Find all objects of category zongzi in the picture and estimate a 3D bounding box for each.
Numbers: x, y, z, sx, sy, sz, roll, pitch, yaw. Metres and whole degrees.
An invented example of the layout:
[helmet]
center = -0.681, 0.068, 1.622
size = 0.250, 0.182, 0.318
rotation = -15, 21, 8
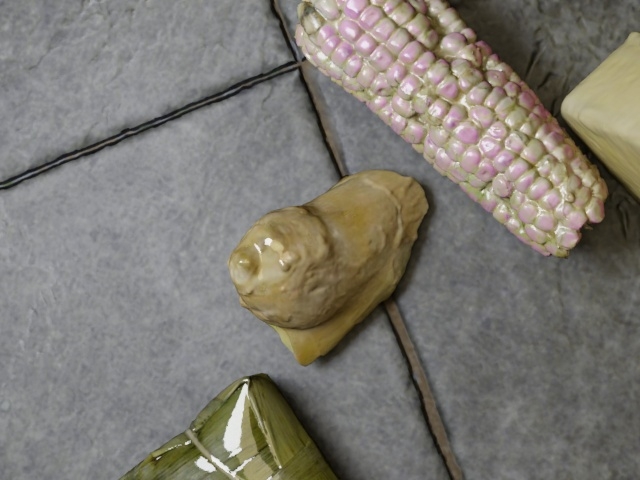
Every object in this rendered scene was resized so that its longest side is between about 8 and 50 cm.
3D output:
[zongzi]
center = -0.075, 0.252, 1.576
size = 0.204, 0.094, 0.205
rotation = -37, 81, 7

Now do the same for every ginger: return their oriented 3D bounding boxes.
[ginger]
center = 0.003, -0.002, 1.580
size = 0.193, 0.122, 0.115
rotation = -47, 60, -4

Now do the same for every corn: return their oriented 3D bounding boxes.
[corn]
center = 0.119, -0.125, 1.568
size = 0.335, 0.126, 0.126
rotation = 42, 92, 8

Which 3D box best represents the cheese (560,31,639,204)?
[cheese]
center = 0.361, -0.028, 1.408
size = 0.104, 0.384, 0.384
rotation = -44, 81, -2
